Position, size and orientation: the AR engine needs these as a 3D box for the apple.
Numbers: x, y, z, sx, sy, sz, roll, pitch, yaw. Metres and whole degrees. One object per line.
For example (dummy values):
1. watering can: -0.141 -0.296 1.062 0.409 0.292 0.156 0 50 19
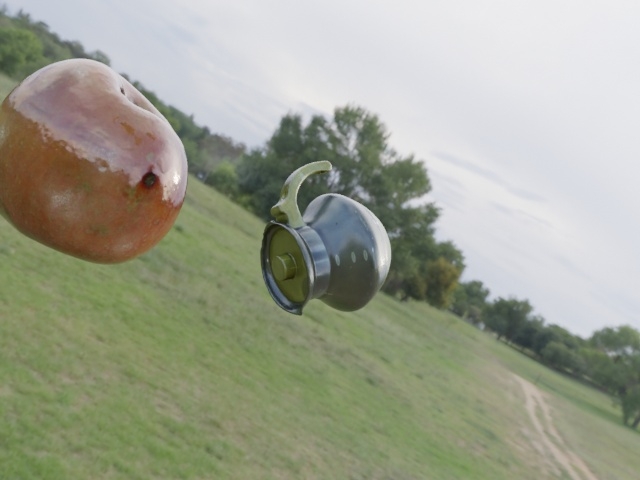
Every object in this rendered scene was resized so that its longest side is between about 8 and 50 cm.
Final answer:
1. apple: -0.283 -0.099 0.917 0.253 0.254 0.253 29 0 0

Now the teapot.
1. teapot: 0.000 0.000 0.782 0.119 0.166 0.130 -14 -2 -33
